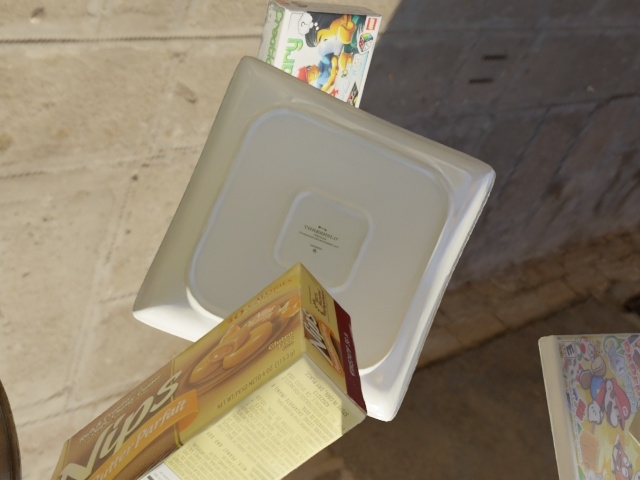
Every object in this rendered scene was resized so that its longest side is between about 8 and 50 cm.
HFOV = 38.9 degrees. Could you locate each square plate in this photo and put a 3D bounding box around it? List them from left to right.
[{"bbox_3d":[0.000,0.000,1.083,0.049,0.347,0.343,177,-64,-82],"label":"square plate"}]

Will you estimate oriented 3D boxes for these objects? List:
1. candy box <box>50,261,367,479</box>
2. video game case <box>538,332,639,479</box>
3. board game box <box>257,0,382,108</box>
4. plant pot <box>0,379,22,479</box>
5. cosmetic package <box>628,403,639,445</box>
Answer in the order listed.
[{"bbox_3d":[-0.112,0.173,0.817,0.316,0.087,0.183,-38,-162,12],"label":"candy box"},{"bbox_3d":[0.348,0.225,1.091,0.206,0.226,0.026,4,164,-42],"label":"video game case"},{"bbox_3d":[-0.024,-0.221,1.438,0.193,0.053,0.305,-8,123,-39],"label":"board game box"},{"bbox_3d":[-0.332,0.175,0.669,0.165,0.167,0.167,-1,132,-39],"label":"plant pot"},{"bbox_3d":[0.424,0.131,0.914,0.127,0.107,0.237,9,108,-12],"label":"cosmetic package"}]
